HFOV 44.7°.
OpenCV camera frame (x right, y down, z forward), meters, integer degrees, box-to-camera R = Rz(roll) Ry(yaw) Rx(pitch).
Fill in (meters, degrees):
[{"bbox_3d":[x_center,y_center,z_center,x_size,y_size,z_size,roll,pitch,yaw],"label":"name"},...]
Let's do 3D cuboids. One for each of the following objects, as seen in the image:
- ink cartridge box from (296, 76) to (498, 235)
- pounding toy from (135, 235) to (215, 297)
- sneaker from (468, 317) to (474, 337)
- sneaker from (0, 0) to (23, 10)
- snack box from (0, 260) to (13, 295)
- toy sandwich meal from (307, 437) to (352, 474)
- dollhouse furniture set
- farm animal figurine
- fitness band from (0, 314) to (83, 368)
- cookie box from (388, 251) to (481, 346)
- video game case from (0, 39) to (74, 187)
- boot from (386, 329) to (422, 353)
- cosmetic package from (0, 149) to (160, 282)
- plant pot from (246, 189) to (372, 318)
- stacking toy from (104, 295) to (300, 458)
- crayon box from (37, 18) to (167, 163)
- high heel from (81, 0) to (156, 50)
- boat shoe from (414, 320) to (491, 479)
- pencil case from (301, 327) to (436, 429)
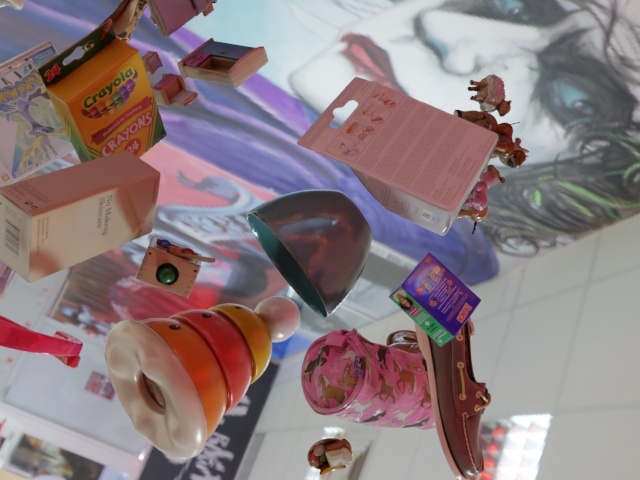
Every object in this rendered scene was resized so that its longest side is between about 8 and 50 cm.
[{"bbox_3d":[0.179,-0.206,1.802,0.308,0.384,0.091,-53,161,-38],"label":"ink cartridge box"},{"bbox_3d":[-0.287,0.046,1.557,0.141,0.130,0.100,-123,-124,-77],"label":"pounding toy"},{"bbox_3d":[0.357,0.219,2.421,0.118,0.279,0.107,-34,151,-22],"label":"sneaker"},{"bbox_3d":[-0.639,-0.380,1.273,0.305,0.152,0.114,-27,-170,-8],"label":"sneaker"},{"bbox_3d":[-0.735,0.084,1.803,0.100,0.037,0.141,-47,-156,48],"label":"snack box"},{"bbox_3d":[0.018,0.393,1.415,0.086,0.085,0.029,-61,-158,20],"label":"toy sandwich meal"},{"bbox_3d":[-0.312,-0.526,1.916,0.286,0.198,0.303,-48,138,-31],"label":"dollhouse furniture set"},{"bbox_3d":[0.460,-0.233,2.117,0.330,0.172,0.327,114,-28,-51],"label":"farm animal figurine"},{"bbox_3d":[-0.577,0.183,1.512,0.290,0.209,0.054,3,-110,57],"label":"fitness band"},{"bbox_3d":[0.170,0.087,1.150,0.092,0.107,0.040,-43,175,-39],"label":"cookie box"},{"bbox_3d":[-0.809,-0.341,2.135,0.329,0.300,0.036,-31,-144,-9],"label":"video game case"},{"bbox_3d":[0.248,0.277,1.931,0.220,0.283,0.109,-10,-96,38],"label":"boot"},{"bbox_3d":[-0.474,-0.055,1.539,0.309,0.113,0.160,-28,143,-47],"label":"cosmetic package"},{"bbox_3d":[0.000,0.000,1.732,0.195,0.290,0.290,-37,-175,-12],"label":"plant pot"},{"bbox_3d":[-0.242,0.265,1.892,0.479,0.351,0.351,-29,164,-39],"label":"stacking toy"},{"bbox_3d":[-0.465,-0.293,1.698,0.202,0.081,0.319,-45,152,-23],"label":"crayon box"},{"bbox_3d":[-0.520,-0.605,2.025,0.261,0.093,0.186,-36,158,-25],"label":"high heel"},{"bbox_3d":[0.250,0.262,1.399,0.116,0.096,0.325,31,46,-65],"label":"boat shoe"},{"bbox_3d":[0.134,0.296,1.618,0.167,0.386,0.160,-41,-128,23],"label":"pencil case"}]
